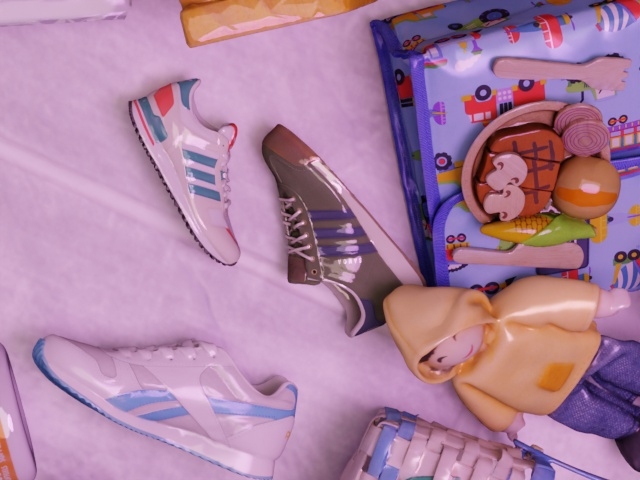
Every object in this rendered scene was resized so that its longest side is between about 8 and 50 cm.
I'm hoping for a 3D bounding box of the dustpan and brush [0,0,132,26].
[{"bbox_3d":[-0.230,-0.281,1.332,0.147,0.060,0.211,-5,105,-12],"label":"dustpan and brush"}]

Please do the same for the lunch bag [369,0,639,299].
[{"bbox_3d":[0.184,-0.059,1.415,0.221,0.138,0.293,-14,113,-7],"label":"lunch bag"}]

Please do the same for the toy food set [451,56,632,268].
[{"bbox_3d":[0.178,-0.052,1.330,0.132,0.038,0.192,1,120,-13],"label":"toy food set"}]

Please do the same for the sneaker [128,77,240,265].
[{"bbox_3d":[-0.092,-0.058,1.378,0.075,0.057,0.161,-29,99,-1],"label":"sneaker"}]

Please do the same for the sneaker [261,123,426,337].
[{"bbox_3d":[0.000,0.000,1.399,0.086,0.064,0.192,-44,106,-8],"label":"sneaker"}]

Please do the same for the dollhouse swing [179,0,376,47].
[{"bbox_3d":[0.030,-0.353,1.261,0.305,0.315,0.346,-11,99,11],"label":"dollhouse swing"}]

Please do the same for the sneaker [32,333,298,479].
[{"bbox_3d":[-0.128,0.119,1.386,0.229,0.087,0.092,24,85,-20],"label":"sneaker"}]

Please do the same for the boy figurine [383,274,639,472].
[{"bbox_3d":[0.184,0.097,1.397,0.285,0.092,0.177,23,123,-28],"label":"boy figurine"}]

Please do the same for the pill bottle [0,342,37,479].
[{"bbox_3d":[-0.342,0.163,1.324,0.216,0.121,0.121,-15,100,-9],"label":"pill bottle"}]

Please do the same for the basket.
[{"bbox_3d":[0.133,0.286,1.392,0.289,0.201,0.254,24,91,-3],"label":"basket"}]
